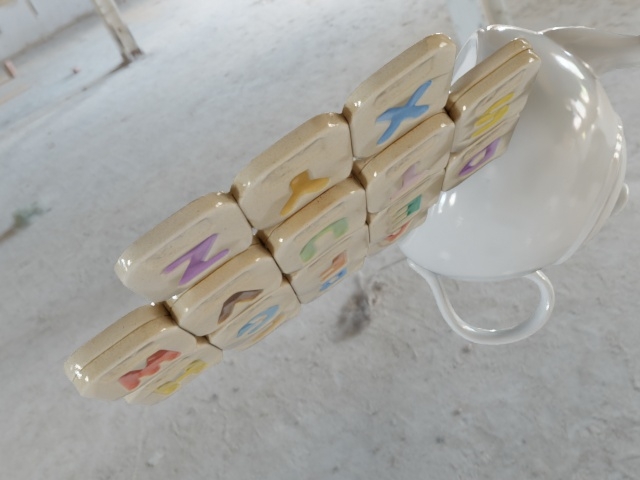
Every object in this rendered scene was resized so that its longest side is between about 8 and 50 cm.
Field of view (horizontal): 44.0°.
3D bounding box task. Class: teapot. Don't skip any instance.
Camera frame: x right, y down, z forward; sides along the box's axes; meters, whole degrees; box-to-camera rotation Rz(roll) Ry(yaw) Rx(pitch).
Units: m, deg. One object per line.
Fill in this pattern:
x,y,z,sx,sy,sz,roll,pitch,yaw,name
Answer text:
0.190,-0.059,0.735,0.256,0.187,0.252,116,173,-64,teapot

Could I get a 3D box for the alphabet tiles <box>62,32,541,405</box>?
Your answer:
0.000,0.000,0.443,0.284,0.021,0.278,-36,-14,-6,alphabet tiles
